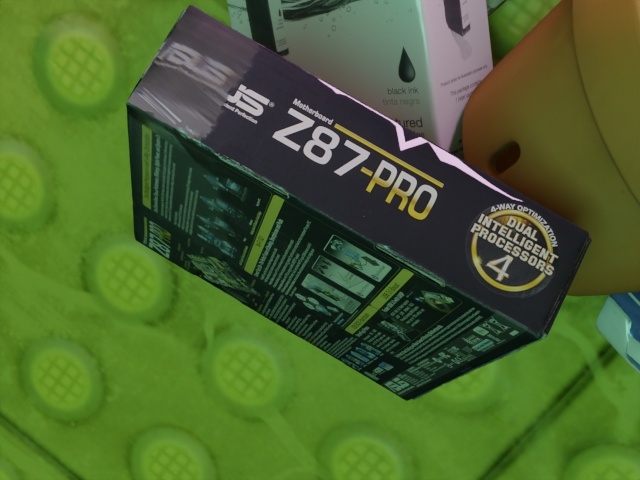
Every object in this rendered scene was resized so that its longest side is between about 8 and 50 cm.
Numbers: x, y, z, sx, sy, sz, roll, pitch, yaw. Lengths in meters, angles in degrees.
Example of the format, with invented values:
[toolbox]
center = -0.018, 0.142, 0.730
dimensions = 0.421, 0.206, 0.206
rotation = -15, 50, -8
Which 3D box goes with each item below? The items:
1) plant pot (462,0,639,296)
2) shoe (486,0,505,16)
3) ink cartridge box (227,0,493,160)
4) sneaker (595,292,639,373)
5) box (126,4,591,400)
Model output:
[plant pot]
center = 0.251, -0.081, 0.908
dimensions = 0.203, 0.291, 0.291
rotation = -28, 98, 42
[shoe]
center = 0.159, -0.265, 0.975
dimensions = 0.076, 0.058, 0.219
rotation = 41, 116, 1
[ink cartridge box]
center = 0.030, -0.200, 0.987
dimensions = 0.197, 0.114, 0.272
rotation = 3, 109, 35
[sneaker]
center = 0.410, 0.085, 0.966
dimensions = 0.315, 0.127, 0.182
rotation = 34, 110, 23
[box]
center = 0.000, 0.000, 0.946
dimensions = 0.318, 0.395, 0.097
rotation = 28, 74, 0
